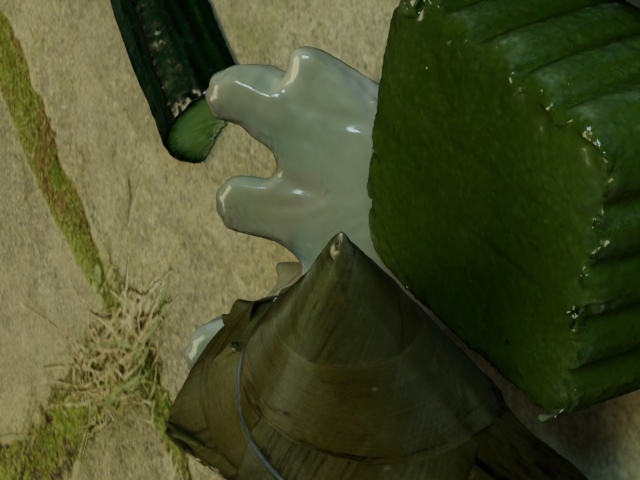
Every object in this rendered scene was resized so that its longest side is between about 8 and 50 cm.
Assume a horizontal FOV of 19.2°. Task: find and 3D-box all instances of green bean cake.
[{"bbox_3d":[0.156,-0.042,1.268,0.250,0.156,0.247,44,141,43],"label":"green bean cake"}]

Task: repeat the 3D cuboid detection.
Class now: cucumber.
[{"bbox_3d":[-0.154,-0.202,1.769,0.115,0.063,0.244,-49,57,47],"label":"cucumber"}]

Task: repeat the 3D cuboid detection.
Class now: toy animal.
[{"bbox_3d":[0.000,0.000,1.497,0.266,0.188,0.308,-37,96,17],"label":"toy animal"}]

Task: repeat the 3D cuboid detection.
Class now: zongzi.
[{"bbox_3d":[0.083,0.125,1.264,0.160,0.323,0.360,-65,6,-26],"label":"zongzi"}]
